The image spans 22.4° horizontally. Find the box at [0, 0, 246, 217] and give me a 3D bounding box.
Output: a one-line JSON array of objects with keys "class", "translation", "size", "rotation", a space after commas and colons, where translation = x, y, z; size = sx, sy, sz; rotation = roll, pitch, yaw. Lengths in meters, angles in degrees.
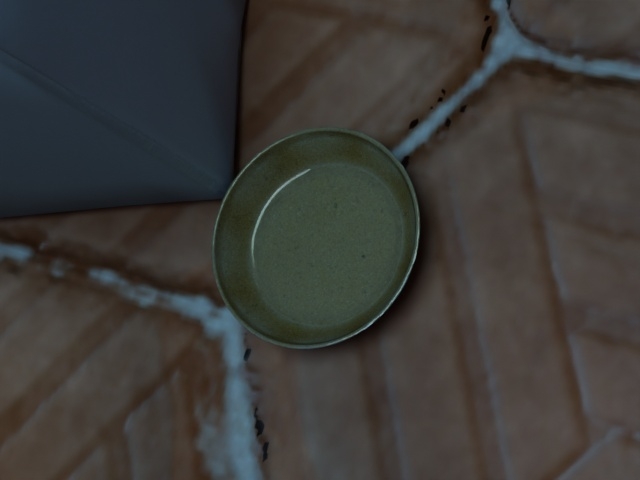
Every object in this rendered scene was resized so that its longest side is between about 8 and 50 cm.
[{"class": "box", "translation": [-0.216, -0.125, 0.645], "size": [0.345, 0.168, 0.215], "rotation": [-5, 73, 24]}]

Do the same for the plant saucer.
[{"class": "plant saucer", "translation": [0.000, 0.000, 0.594], "size": [0.083, 0.015, 0.083], "rotation": [-7, 73, 23]}]
